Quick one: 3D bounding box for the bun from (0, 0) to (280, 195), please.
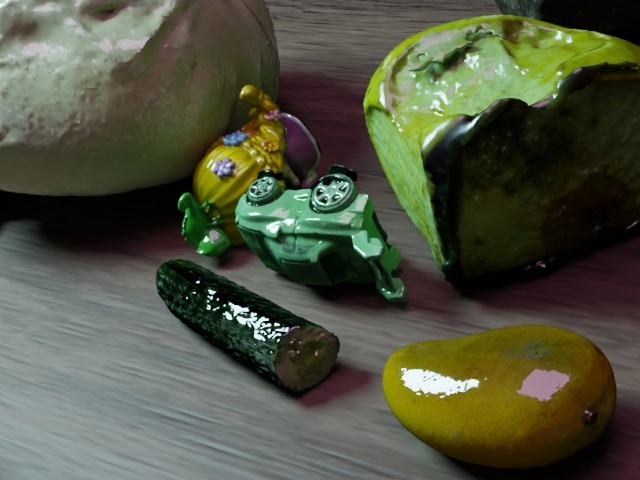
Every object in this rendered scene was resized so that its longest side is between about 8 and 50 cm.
[{"bbox_3d":[-0.224,-0.195,1.182,0.365,0.219,0.365,1,32,-1],"label":"bun"}]

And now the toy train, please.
[{"bbox_3d":[0.000,0.000,0.974,0.149,0.099,0.081,-1,51,27],"label":"toy train"}]

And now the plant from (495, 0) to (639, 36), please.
[{"bbox_3d":[0.305,-0.310,1.215,0.276,0.199,0.188,-23,39,-4],"label":"plant"}]

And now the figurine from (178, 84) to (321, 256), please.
[{"bbox_3d":[-0.076,-0.064,1.080,0.156,0.115,0.094,-41,30,-30],"label":"figurine"}]

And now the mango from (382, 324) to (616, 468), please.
[{"bbox_3d":[0.113,0.099,0.788,0.161,0.076,0.103,2,42,32],"label":"mango"}]

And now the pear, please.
[{"bbox_3d":[0.166,-0.107,0.994,0.238,0.164,0.255,-21,32,-2],"label":"pear"}]

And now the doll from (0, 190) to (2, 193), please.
[{"bbox_3d":[-0.374,-0.081,1.276,0.091,0.067,0.219,-41,34,6],"label":"doll"}]

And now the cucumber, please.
[{"bbox_3d":[-0.073,0.056,0.955,0.058,0.052,0.214,-14,26,-35],"label":"cucumber"}]
